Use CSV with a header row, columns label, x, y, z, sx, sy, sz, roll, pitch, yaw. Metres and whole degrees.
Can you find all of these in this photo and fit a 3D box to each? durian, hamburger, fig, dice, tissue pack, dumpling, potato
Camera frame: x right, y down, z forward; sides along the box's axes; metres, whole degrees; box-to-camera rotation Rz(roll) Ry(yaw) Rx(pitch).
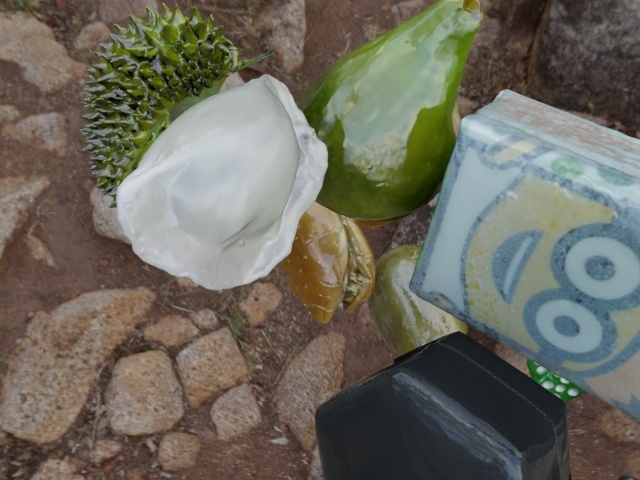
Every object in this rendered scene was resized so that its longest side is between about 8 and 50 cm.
label,x,y,z,sx,sy,sz,roll,pitch,yaw
durian,-0.231,-0.164,0.724,0.170,0.355,0.157,-4,57,-42
hamburger,0.000,0.000,0.958,0.144,0.156,0.282,-17,77,-28
fig,0.082,-0.158,0.596,0.206,0.275,0.206,15,45,-15
dice,0.691,0.386,1.544,0.131,0.120,0.128,-27,22,27
tissue pack,0.262,0.020,0.515,0.311,0.227,0.128,30,43,25
dumpling,-0.066,-0.051,0.458,0.124,0.151,0.229,-8,37,49
potato,0.247,0.190,1.359,0.220,0.269,0.359,-8,54,-9

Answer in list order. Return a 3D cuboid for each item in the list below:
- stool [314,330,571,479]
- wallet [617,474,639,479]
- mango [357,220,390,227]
label,x,y,z,sx,sy,sz,roll,pitch,yaw
stool,0.116,0.212,0.499,0.141,0.232,0.232,-11,52,-48
wallet,0.548,0.537,0.875,0.169,0.052,0.245,18,82,7
mango,0.146,-0.112,1.352,0.221,0.120,0.151,-13,79,-13
